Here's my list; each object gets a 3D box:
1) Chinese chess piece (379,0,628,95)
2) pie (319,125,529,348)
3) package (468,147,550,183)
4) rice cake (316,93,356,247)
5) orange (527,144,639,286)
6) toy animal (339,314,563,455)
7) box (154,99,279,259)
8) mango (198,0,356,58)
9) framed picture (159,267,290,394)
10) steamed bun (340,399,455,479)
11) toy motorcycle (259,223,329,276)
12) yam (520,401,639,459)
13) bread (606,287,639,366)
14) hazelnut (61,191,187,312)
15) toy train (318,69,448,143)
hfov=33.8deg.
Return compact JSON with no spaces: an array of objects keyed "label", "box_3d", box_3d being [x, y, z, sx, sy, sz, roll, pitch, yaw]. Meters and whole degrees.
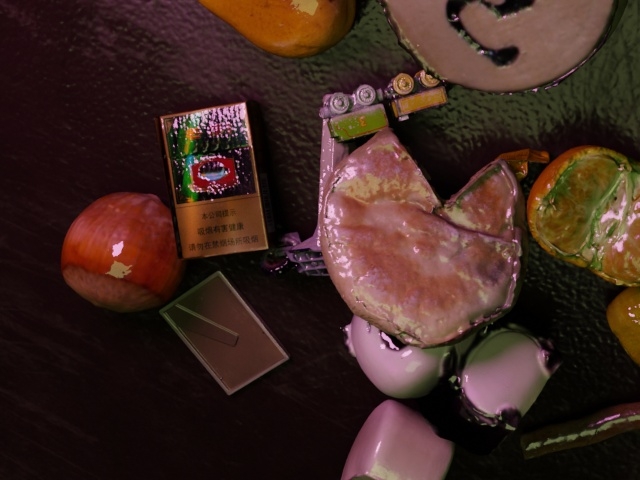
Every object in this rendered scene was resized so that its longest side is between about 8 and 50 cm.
[{"label":"Chinese chess piece","box_3d":[0.250,-0.371,1.445,0.349,0.146,0.349,9,127,12]},{"label":"pie","box_3d":[0.150,0.000,1.555,0.337,0.075,0.337,0,83,-1]},{"label":"package","box_3d":[0.287,-0.104,1.620,0.131,0.071,0.047,-37,96,25]},{"label":"rice cake","box_3d":[0.027,-0.103,1.635,0.057,0.052,0.256,3,83,-1]},{"label":"orange","box_3d":[0.423,-0.042,1.564,0.237,0.158,0.179,24,105,-2]},{"label":"toy animal","box_3d":[0.193,0.175,1.668,0.310,0.251,0.251,40,115,6]},{"label":"box","box_3d":[-0.164,-0.095,1.698,0.159,0.071,0.240,-8,93,18]},{"label":"mango","box_3d":[-0.074,-0.369,1.568,0.262,0.130,0.167,27,120,8]},{"label":"framed picture","box_3d":[-0.169,0.163,1.861,0.150,0.015,0.203,-34,101,23]},{"label":"steamed bun","box_3d":[0.129,0.366,1.776,0.146,0.164,0.242,26,156,0]},{"label":"toy motorcycle","box_3d":[0.000,0.000,1.712,0.215,0.122,0.080,-7,134,30]},{"label":"yam","box_3d":[0.448,0.316,1.759,0.241,0.057,0.057,-20,106,18]},{"label":"bread","box_3d":[0.607,0.057,1.588,0.166,0.112,0.383,41,115,-5]},{"label":"hazelnut","box_3d":[-0.321,0.018,1.755,0.214,0.176,0.214,0,85,-6]},{"label":"toy train","box_3d":[0.100,-0.204,1.596,0.202,0.060,0.081,-17,93,-3]}]
